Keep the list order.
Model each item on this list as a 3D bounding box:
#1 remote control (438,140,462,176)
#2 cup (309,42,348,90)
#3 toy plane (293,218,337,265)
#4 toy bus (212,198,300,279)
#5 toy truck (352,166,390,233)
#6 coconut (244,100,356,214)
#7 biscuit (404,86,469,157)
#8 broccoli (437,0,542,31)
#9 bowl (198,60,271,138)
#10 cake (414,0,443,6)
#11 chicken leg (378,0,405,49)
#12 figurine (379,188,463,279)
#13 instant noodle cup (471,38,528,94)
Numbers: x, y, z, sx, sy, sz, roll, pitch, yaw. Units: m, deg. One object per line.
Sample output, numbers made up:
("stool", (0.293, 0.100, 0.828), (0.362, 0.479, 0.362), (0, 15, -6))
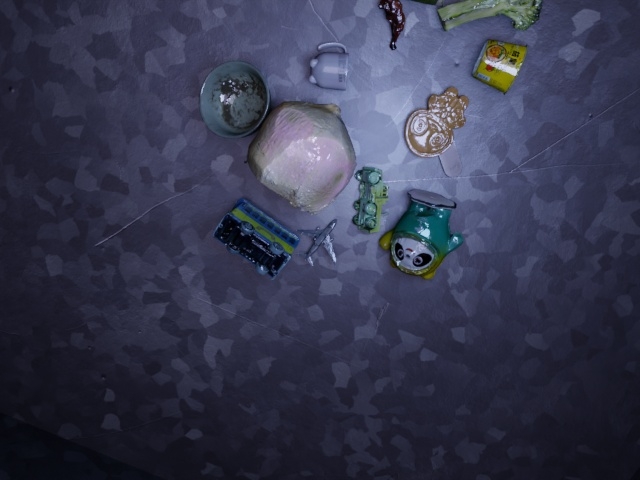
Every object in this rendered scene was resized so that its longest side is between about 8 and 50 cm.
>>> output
("remote control", (0.504, -0.370, 1.868), (0.077, 0.022, 0.245), (-21, 102, 10))
("cup", (0.033, -0.662, 1.756), (0.141, 0.134, 0.174), (6, 106, 3))
("toy plane", (-0.002, 0.001, 1.968), (0.226, 0.058, 0.226), (39, 104, 9))
("toy bus", (-0.259, -0.008, 1.905), (0.312, 0.190, 0.152), (35, 120, -7))
("toy truck", (0.218, -0.169, 1.897), (0.135, 0.128, 0.260), (-7, 104, -22))
("coconut", (-0.047, -0.339, 1.716), (0.404, 0.404, 0.405), (1, 105, 2))
("biscuit", (0.456, -0.458, 1.818), (0.202, 0.044, 0.289), (42, 105, -6))
("broccoli", (0.618, -0.845, 1.680), (0.361, 0.252, 0.221), (-7, 103, 40))
("bowl", (-0.304, -0.522, 1.784), (0.289, 0.146, 0.289), (1, 93, 17))
("cake", (0.346, -0.959, 1.709), (0.283, 0.172, 0.158), (16, 102, 33))
("chicken leg", (0.270, -0.822, 1.721), (0.089, 0.048, 0.219), (3, 129, 40))
("figurine", (0.403, -0.015, 1.874), (0.323, 0.231, 0.340), (24, 115, 22))
("instant noodle cup", (0.654, -0.651, 1.718), (0.144, 0.182, 0.182), (22, 105, 6))
